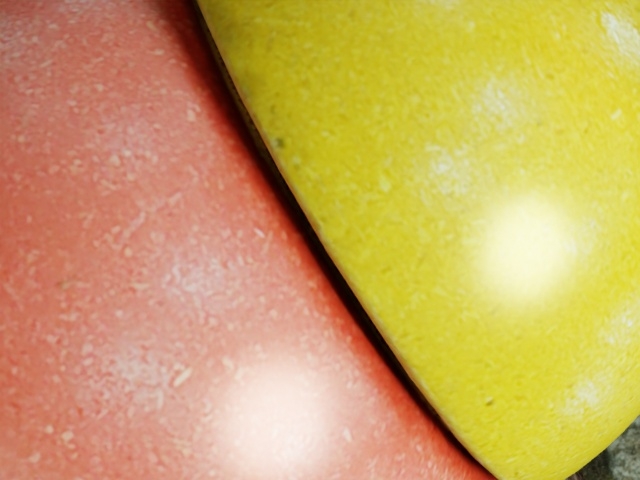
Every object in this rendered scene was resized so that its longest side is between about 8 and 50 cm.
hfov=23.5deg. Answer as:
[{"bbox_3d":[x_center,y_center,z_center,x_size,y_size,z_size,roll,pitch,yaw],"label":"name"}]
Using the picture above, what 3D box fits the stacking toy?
[{"bbox_3d":[0.000,0.000,0.467,0.350,0.480,0.350,57,13,-21],"label":"stacking toy"}]
